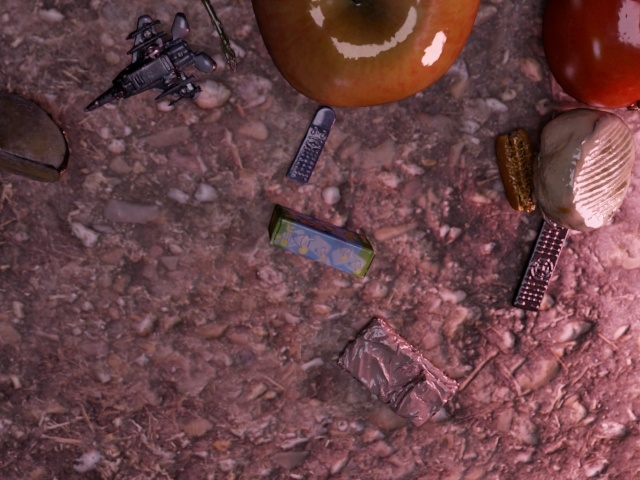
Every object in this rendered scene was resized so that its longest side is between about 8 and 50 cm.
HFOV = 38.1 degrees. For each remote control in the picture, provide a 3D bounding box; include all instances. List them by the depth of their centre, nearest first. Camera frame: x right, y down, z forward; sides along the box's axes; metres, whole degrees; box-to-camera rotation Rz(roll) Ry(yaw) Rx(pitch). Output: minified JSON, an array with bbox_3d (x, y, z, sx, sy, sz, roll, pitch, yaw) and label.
[{"bbox_3d":[-0.014,-0.177,1.712,0.044,0.027,0.152,20,106,-19],"label":"remote control"},{"bbox_3d":[0.443,0.027,1.836,0.063,0.025,0.245,14,105,-13],"label":"remote control"}]

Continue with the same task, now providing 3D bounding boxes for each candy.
[{"bbox_3d":[0.000,0.000,1.734,0.195,0.097,0.062,20,103,-12],"label":"candy"}]

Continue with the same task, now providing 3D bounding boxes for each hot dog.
[{"bbox_3d":[0.378,-0.130,1.765,0.071,0.045,0.165,-18,109,-2],"label":"hot dog"}]

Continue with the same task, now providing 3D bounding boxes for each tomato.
[{"bbox_3d":[0.548,-0.376,1.589,0.325,0.293,0.289,-19,95,5],"label":"tomato"}]

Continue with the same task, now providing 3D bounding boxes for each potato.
[{"bbox_3d":[-0.543,-0.184,1.627,0.261,0.100,0.120,20,66,1],"label":"potato"}]

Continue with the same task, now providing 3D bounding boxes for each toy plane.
[{"bbox_3d":[-0.311,-0.287,1.611,0.246,0.078,0.169,-31,110,4],"label":"toy plane"}]

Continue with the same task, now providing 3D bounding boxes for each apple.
[{"bbox_3d":[0.073,-0.403,1.482,0.392,0.346,0.391,0,110,-1],"label":"apple"}]

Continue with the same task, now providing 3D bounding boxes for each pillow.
[{"bbox_3d":[0.158,0.274,1.871,0.248,0.049,0.135,41,103,-14],"label":"pillow"}]

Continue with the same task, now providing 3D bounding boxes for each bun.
[{"bbox_3d":[0.478,-0.131,1.716,0.239,0.141,0.239,-16,117,-35],"label":"bun"}]

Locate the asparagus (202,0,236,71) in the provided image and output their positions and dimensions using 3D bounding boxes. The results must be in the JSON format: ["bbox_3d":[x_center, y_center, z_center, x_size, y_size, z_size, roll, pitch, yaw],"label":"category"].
[{"bbox_3d":[-0.194,-0.404,1.617,0.023,0.022,0.232,-40,113,-41],"label":"asparagus"}]
